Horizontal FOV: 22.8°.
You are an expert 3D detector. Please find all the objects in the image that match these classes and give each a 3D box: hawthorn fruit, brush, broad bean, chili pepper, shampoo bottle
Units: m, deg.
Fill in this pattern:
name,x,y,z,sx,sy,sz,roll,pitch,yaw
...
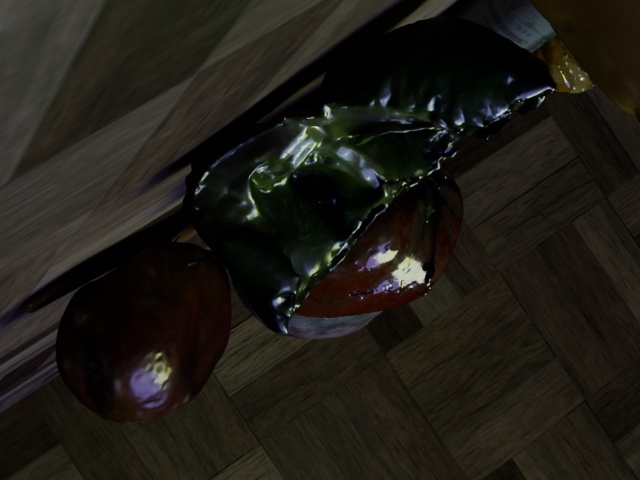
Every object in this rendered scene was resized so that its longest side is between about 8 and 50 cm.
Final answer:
name,x,y,z,sx,sy,sz,roll,pitch,yaw
hawthorn fruit,-0.008,-0.020,1.262,0.235,0.181,0.181,-12,-171,27
brush,-0.158,0.004,1.425,0.090,0.017,0.314,-38,176,38
broad bean,-0.152,0.077,1.390,0.122,0.156,0.228,7,-164,14
chili pepper,0.030,-0.070,1.091,0.264,0.148,0.116,-34,-150,16
shampoo bottle,0.136,-0.165,1.245,0.072,0.072,0.214,-33,179,-38

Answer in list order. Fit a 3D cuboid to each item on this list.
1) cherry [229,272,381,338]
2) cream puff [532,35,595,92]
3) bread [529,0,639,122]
name,x,y,z,sx,sy,sz,roll,pitch,yaw
cherry,-0.001,0.003,1.439,0.195,0.195,0.195,-34,179,-1
cream puff,0.275,-0.221,1.761,0.104,0.119,0.133,-12,172,12
bread,0.188,-0.201,0.904,0.183,0.224,0.211,-40,-138,-11
